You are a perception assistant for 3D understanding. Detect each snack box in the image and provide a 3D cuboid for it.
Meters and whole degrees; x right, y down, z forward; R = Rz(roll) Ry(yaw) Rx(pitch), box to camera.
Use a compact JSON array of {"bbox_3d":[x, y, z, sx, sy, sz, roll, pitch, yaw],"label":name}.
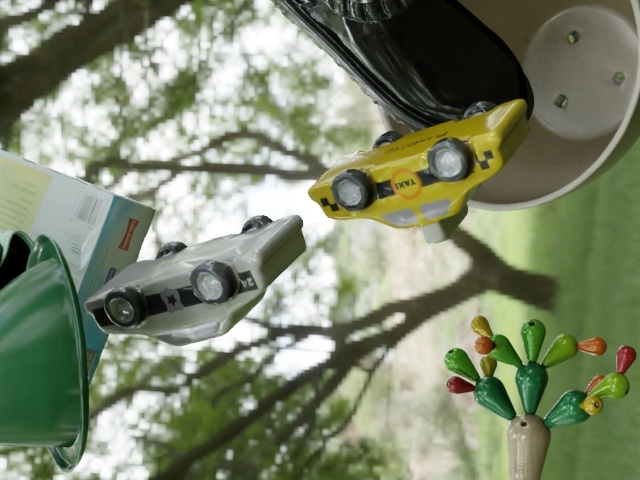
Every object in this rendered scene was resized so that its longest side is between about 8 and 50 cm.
[{"bbox_3d":[-0.313,0.012,1.363,0.060,0.322,0.187,21,-91,-44],"label":"snack box"}]

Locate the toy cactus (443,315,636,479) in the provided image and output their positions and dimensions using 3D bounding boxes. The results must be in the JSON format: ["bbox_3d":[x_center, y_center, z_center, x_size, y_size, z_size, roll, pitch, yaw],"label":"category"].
[{"bbox_3d":[0.235,0.178,1.450,0.112,0.218,0.181,-6,-81,-71],"label":"toy cactus"}]

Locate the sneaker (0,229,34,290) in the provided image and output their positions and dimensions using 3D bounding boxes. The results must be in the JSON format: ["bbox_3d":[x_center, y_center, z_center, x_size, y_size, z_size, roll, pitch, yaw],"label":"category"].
[{"bbox_3d":[-0.319,0.003,1.219,0.094,0.151,0.256,27,-140,-49],"label":"sneaker"}]

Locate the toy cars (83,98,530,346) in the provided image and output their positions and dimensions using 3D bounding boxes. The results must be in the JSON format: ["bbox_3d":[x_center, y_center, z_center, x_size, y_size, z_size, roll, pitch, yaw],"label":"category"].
[{"bbox_3d":[0.000,0.000,1.076,0.087,0.393,0.176,65,173,-14],"label":"toy cars"}]

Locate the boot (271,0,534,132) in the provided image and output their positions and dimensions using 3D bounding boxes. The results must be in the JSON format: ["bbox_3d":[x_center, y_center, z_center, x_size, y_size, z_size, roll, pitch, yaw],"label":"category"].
[{"bbox_3d":[0.083,-0.243,1.272,0.131,0.348,0.260,-54,-3,-19],"label":"boot"}]

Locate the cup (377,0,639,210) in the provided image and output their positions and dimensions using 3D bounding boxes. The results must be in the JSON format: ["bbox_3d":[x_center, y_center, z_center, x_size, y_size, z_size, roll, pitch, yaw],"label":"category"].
[{"bbox_3d":[0.261,-0.202,1.515,0.237,0.331,0.331,-4,-82,-55],"label":"cup"}]

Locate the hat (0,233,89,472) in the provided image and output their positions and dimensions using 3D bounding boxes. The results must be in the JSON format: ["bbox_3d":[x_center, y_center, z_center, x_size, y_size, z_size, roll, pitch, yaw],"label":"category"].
[{"bbox_3d":[-0.280,0.106,0.964,0.173,0.183,0.209,164,100,-65],"label":"hat"}]
